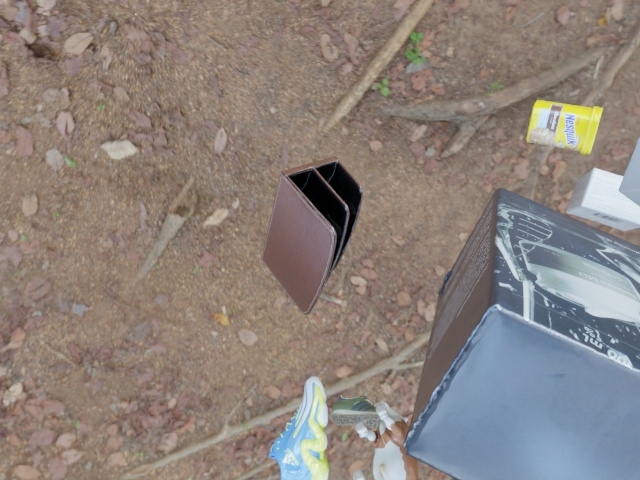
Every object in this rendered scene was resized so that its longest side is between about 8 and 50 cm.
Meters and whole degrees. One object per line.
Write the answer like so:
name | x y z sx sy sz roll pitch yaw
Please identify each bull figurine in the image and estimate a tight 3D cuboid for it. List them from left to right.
bull figurine | 0.152 0.474 1.201 0.101 0.310 0.188 -26 130 22

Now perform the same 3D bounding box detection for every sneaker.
sneaker | -0.048 0.410 1.175 0.126 0.240 0.091 0 148 -6
sneaker | 0.125 0.459 1.498 0.192 0.086 0.064 -1 123 18

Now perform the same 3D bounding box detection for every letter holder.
letter holder | 0.000 0.000 1.266 0.152 0.214 0.301 -21 148 -31

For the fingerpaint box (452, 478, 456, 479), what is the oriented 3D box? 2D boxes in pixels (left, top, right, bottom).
fingerpaint box | 0.579 0.879 1.502 0.163 0.371 0.444 -45 114 -9

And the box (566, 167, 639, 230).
box | 0.850 -0.117 1.615 0.181 0.182 0.118 20 90 12

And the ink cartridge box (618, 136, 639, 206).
ink cartridge box | 0.647 -0.160 0.952 0.231 0.078 0.134 -29 143 -11

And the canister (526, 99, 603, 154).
canister | 0.667 -0.314 1.510 0.073 0.170 0.126 -44 142 -47

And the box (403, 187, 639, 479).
box | 0.436 0.196 0.881 0.480 0.471 0.297 25 120 7
